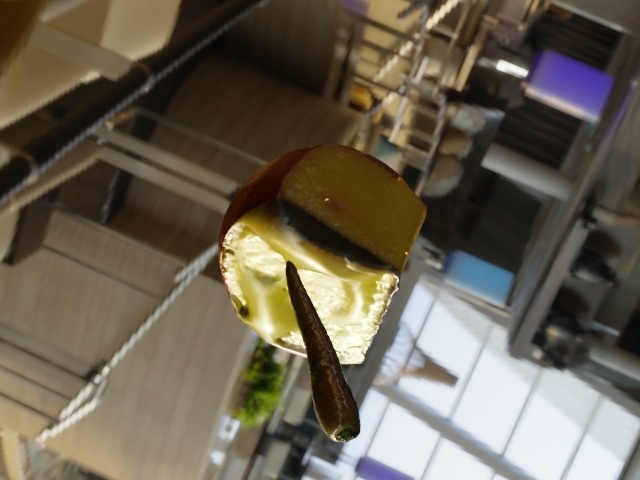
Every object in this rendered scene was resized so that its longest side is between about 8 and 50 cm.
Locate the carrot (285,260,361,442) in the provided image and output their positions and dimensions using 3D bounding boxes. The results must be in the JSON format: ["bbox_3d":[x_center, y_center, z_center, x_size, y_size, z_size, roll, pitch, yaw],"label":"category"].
[{"bbox_3d":[-0.005,0.125,1.315,0.049,0.049,0.254,106,-28,-51],"label":"carrot"}]

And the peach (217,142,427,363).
[{"bbox_3d":[0.000,0.000,1.778,0.380,0.306,0.242,98,6,-56],"label":"peach"}]
